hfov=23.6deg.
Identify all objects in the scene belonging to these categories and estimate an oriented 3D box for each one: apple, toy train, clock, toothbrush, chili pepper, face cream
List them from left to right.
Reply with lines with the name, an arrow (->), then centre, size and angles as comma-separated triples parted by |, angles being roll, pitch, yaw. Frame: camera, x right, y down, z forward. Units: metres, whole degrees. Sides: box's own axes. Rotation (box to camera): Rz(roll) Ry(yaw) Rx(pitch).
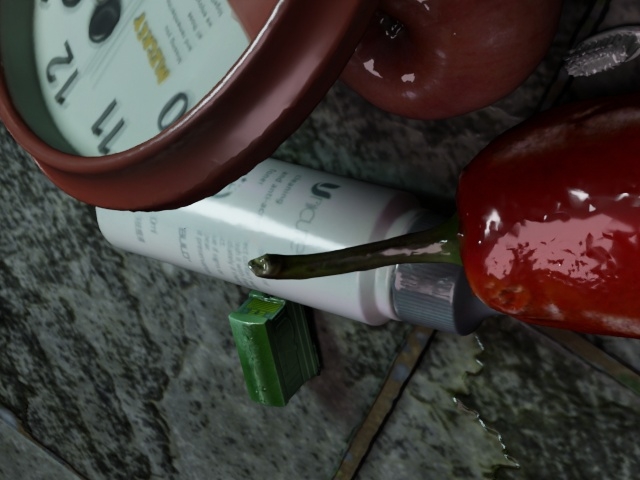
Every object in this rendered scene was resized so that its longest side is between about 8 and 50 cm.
clock -> -0.065, -0.167, 0.809 | 0.318, 0.318, 0.080 | -17, 156, 41
toy train -> -0.032, 0.075, 1.107 | 0.038, 0.056, 0.093 | 9, 128, 30
face cream -> 0.000, 0.000, 1.000 | 0.311, 0.092, 0.092 | 17, 131, 28
apple -> 0.056, -0.138, 0.828 | 0.153, 0.120, 0.153 | 19, 132, 22
chili pepper -> 0.142, -0.011, 0.854 | 0.338, 0.131, 0.134 | -3, 145, 34
toothbrush -> 0.242, -0.126, 0.766 | 0.288, 0.024, 0.021 | -15, 110, 43
